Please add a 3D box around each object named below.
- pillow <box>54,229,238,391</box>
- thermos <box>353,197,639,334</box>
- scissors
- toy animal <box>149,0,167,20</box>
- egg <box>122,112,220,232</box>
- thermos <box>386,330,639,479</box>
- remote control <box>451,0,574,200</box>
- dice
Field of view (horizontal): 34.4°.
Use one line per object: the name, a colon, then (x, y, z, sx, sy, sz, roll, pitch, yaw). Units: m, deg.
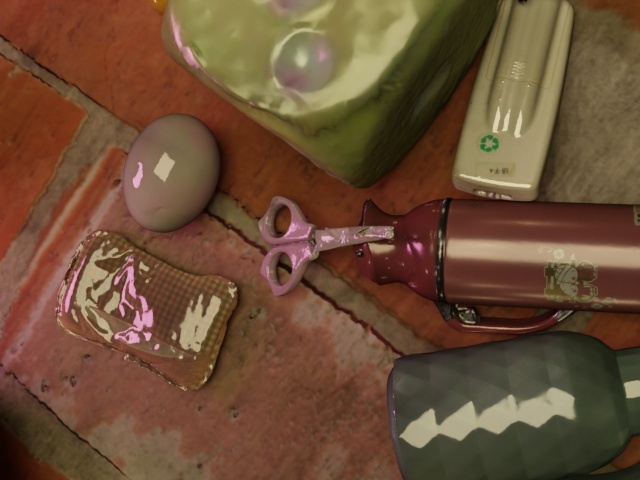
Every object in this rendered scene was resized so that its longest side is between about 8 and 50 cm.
pillow: (-0.202, 0.077, 1.174, 0.211, 0.034, 0.135, 21, 93, 16)
thermos: (0.197, 0.021, 1.049, 0.330, 0.136, 0.110, 3, 59, 14)
scissors: (0.000, 0.000, 1.076, 0.212, 0.021, 0.110, -8, 82, 52)
toy animal: (-0.170, -0.298, 1.178, 0.083, 0.070, 0.159, -19, 86, 10)
egg: (-0.164, -0.074, 1.139, 0.103, 0.103, 0.135, 21, 93, 15)
thermos: (0.220, 0.176, 1.011, 0.286, 0.145, 0.182, -10, 116, 12)
remote control: (0.199, -0.152, 1.047, 0.090, 0.049, 0.230, 11, 70, 15)
dice: (0.013, -0.216, 1.029, 0.249, 0.254, 0.252, 36, 94, 11)
